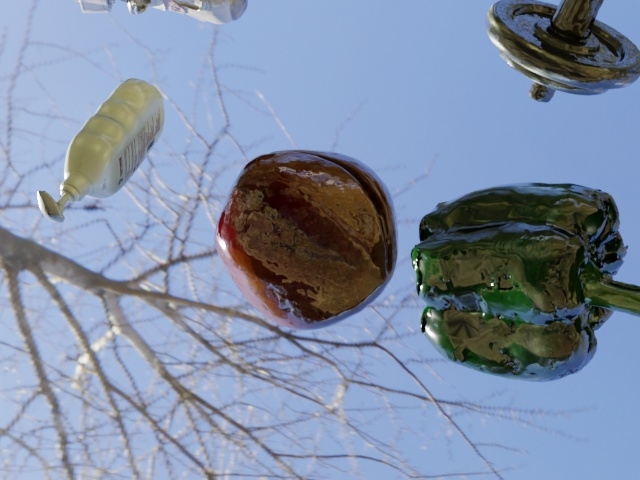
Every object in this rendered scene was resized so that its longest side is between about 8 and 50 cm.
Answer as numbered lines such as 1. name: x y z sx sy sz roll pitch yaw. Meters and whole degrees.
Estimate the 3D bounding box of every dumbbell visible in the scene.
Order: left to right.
1. dumbbell: 0.300 -0.285 1.255 0.192 0.192 0.290 31 -57 18

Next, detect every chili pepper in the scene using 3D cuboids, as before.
1. chili pepper: 0.214 0.032 0.992 0.261 0.174 0.165 1 -63 30

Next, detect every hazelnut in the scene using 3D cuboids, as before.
1. hazelnut: 0.000 0.000 1.164 0.208 0.208 0.208 -3 -104 13

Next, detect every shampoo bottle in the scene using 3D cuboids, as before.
1. shampoo bottle: -0.184 -0.067 0.935 0.045 0.077 0.152 20 -130 10

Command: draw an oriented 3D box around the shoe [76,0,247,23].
1. shoe: -0.271 -0.394 1.577 0.351 0.172 0.198 38 -101 11
